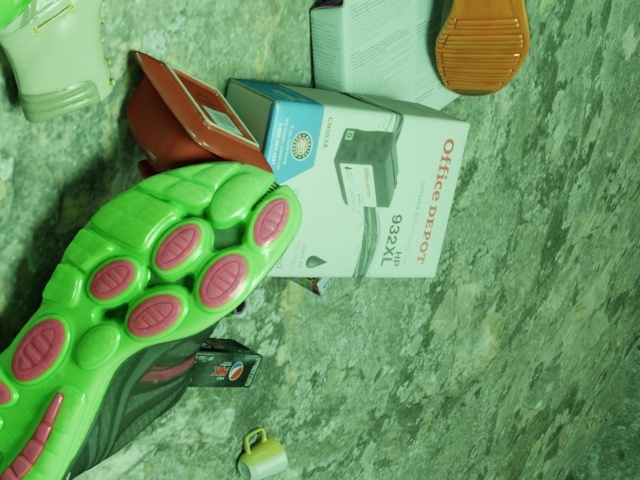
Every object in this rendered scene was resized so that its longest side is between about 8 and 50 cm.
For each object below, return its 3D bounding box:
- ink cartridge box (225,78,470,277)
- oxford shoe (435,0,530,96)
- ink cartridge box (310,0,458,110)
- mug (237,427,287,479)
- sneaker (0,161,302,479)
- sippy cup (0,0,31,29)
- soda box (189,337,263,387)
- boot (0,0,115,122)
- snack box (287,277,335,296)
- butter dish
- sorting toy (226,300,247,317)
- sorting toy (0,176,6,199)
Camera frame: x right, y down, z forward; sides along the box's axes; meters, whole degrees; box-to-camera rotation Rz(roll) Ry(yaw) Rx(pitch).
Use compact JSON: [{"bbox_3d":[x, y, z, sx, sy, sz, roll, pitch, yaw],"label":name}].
[{"bbox_3d":[0.021,-0.073,1.405,0.307,0.129,0.223,2,107,-34],"label":"ink cartridge box"},{"bbox_3d":[0.231,-0.346,1.513,0.364,0.129,0.133,90,5,-56],"label":"oxford shoe"},{"bbox_3d":[0.111,-0.306,1.540,0.324,0.071,0.330,-36,136,-38],"label":"ink cartridge box"},{"bbox_3d":[-0.100,0.345,1.722,0.064,0.078,0.062,-23,163,-37],"label":"mug"},{"bbox_3d":[-0.210,0.094,1.208,0.483,0.185,0.202,-44,169,12],"label":"sneaker"},{"bbox_3d":[-0.336,-0.264,0.705,0.305,0.240,0.224,54,31,-49],"label":"sippy cup"},{"bbox_3d":[-0.155,0.167,1.488,0.169,0.060,0.053,15,98,-58],"label":"soda box"},{"bbox_3d":[-0.228,-0.228,1.069,0.213,0.077,0.165,-40,142,-26],"label":"boot"},{"bbox_3d":[0.000,0.000,1.561,0.141,0.100,0.037,-50,150,-23],"label":"snack box"},{"bbox_3d":[-0.158,-0.112,1.224,0.118,0.160,0.160,-45,152,14],"label":"butter dish"},{"bbox_3d":[-0.109,0.067,1.503,0.061,0.042,0.102,-1,113,-57],"label":"sorting toy"},{"bbox_3d":[-0.421,-0.059,0.878,0.257,0.089,0.255,-48,144,-27],"label":"sorting toy"}]
